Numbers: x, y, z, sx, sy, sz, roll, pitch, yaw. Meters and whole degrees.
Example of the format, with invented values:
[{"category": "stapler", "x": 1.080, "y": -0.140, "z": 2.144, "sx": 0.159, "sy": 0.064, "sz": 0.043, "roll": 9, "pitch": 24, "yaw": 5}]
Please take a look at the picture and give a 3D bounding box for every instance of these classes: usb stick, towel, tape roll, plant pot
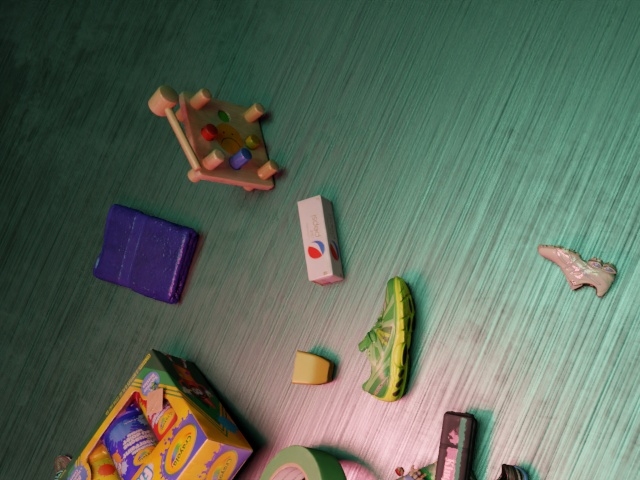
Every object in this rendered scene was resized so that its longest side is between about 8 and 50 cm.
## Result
[{"category": "usb stick", "x": 0.283, "y": 0.507, "z": 1.621, "sx": 0.077, "sy": 0.045, "sz": 0.277, "roll": 5, "pitch": 79, "yaw": 26}, {"category": "towel", "x": -0.499, "y": 0.037, "z": 2.154, "sx": 0.308, "sy": 0.076, "sz": 0.227, "roll": 17, "pitch": 92, "yaw": 28}, {"category": "tape roll", "x": -0.055, "y": 0.629, "z": 1.695, "sx": 0.321, "sy": 0.077, "sz": 0.321, "roll": -40, "pitch": 40, "yaw": 43}, {"category": "plant pot", "x": -0.014, "y": 0.317, "z": 1.843, "sx": 0.083, "sy": 0.081, "sz": 0.081, "roll": 7, "pitch": 81, "yaw": 17}]

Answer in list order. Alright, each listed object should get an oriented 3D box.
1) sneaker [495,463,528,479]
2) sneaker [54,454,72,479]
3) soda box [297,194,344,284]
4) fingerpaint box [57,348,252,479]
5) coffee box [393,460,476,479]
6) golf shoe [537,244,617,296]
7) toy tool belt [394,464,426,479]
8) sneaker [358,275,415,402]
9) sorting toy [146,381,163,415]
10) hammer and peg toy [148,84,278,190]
[{"category": "sneaker", "x": 0.363, "y": 0.554, "z": 1.593, "sx": 0.078, "sy": 0.067, "sz": 0.188, "roll": 33, "pitch": 88, "yaw": -10}, {"category": "sneaker", "x": -0.715, "y": 0.677, "z": 2.097, "sx": 0.065, "sy": 0.076, "sz": 0.166, "roll": -33, "pitch": 66, "yaw": 15}, {"category": "soda box", "x": 0.000, "y": 0.000, "z": 1.913, "sx": 0.069, "sy": 0.074, "sz": 0.216, "roll": -17, "pitch": 71, "yaw": 22}, {"category": "fingerpaint box", "x": -0.427, "y": 0.562, "z": 1.877, "sx": 0.444, "sy": 0.163, "sz": 0.371, "roll": -53, "pitch": 44, "yaw": 6}, {"category": "coffee box", "x": 0.257, "y": 0.555, "z": 1.672, "sx": 0.184, "sy": 0.040, "sz": 0.113, "roll": -28, "pitch": 67, "yaw": 18}, {"category": "golf shoe", "x": 0.547, "y": 0.063, "z": 1.638, "sx": 0.176, "sy": 0.069, "sz": 0.086, "roll": 23, "pitch": 94, "yaw": 30}, {"category": "toy tool belt", "x": 0.209, "y": 0.523, "z": 1.658, "sx": 0.051, "sy": 0.052, "sz": 0.083, "roll": -32, "pitch": 61, "yaw": -20}, {"category": "sneaker", "x": 0.150, "y": 0.226, "z": 1.766, "sx": 0.124, "sy": 0.109, "sz": 0.295, "roll": 4, "pitch": 80, "yaw": 23}, {"category": "sorting toy", "x": -0.401, "y": 0.380, "z": 1.833, "sx": 0.062, "sy": 0.012, "sz": 0.083, "roll": -26, "pitch": 53, "yaw": 33}, {"category": "hammer and peg toy", "x": -0.286, "y": -0.260, "z": 1.963, "sx": 0.127, "sy": 0.361, "sz": 0.265, "roll": -31, "pitch": 65, "yaw": 38}]
